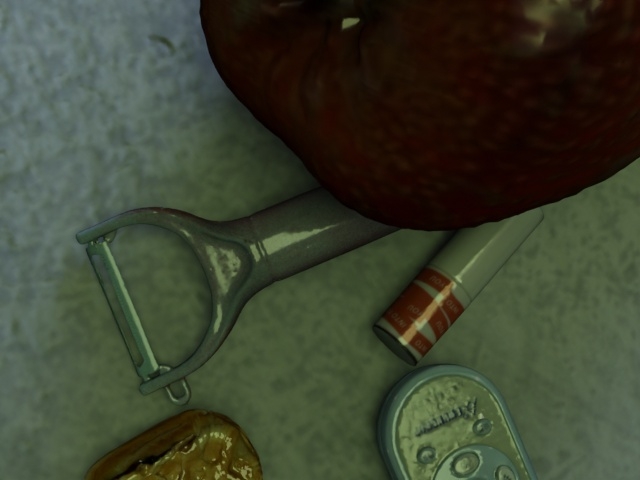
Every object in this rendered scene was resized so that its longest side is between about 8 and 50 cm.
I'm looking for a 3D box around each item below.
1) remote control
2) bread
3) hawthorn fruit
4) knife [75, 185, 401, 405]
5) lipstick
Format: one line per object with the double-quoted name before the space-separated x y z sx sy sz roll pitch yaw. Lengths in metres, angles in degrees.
"remote control" 0.108 0.194 0.736 0.087 0.047 0.244 -23 92 -17
"bread" -0.087 0.153 0.690 0.110 0.044 0.083 -27 95 -16
"hawthorn fruit" 0.093 -0.149 0.638 0.299 0.275 0.275 -19 92 -25
"knife" 0.001 0.000 0.718 0.278 0.053 0.123 -23 98 -13
"lipstick" 0.090 0.021 0.743 0.038 0.038 0.131 45 78 -8
